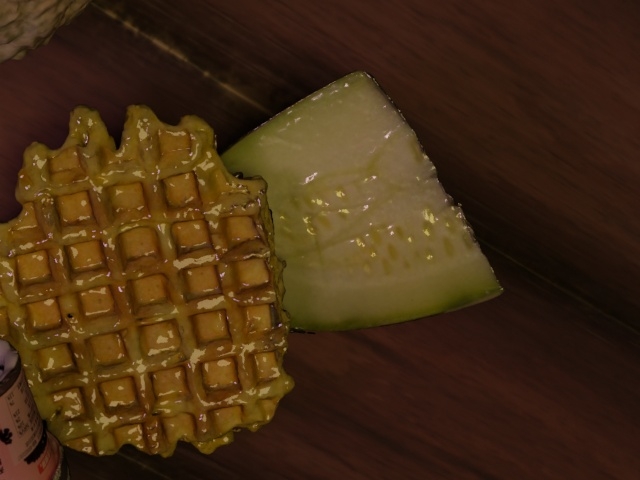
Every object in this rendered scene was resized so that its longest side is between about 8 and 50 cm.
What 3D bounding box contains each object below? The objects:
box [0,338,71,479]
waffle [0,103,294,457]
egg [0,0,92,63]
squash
[{"bbox_3d":[-0.287,0.157,1.407,0.151,0.151,0.135,-18,120,-19],"label":"box"},{"bbox_3d":[-0.148,0.042,1.481,0.307,0.060,0.312,21,107,-17],"label":"waffle"},{"bbox_3d":[-0.277,-0.258,1.306,0.310,0.279,0.279,-29,108,-22],"label":"egg"},{"bbox_3d":[0.000,0.000,1.517,0.155,0.204,0.237,-41,107,-36],"label":"squash"}]
